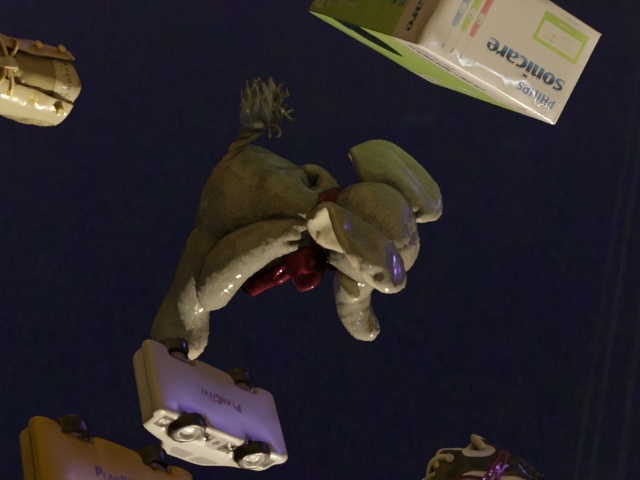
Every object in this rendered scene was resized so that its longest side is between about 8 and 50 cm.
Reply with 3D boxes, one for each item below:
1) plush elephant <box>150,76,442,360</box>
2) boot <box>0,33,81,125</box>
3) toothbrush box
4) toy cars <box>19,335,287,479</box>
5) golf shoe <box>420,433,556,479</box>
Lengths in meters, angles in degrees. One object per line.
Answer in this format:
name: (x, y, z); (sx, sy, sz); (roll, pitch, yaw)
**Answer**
plush elephant: (0.000, 0.000, 1.607); (0.255, 0.330, 0.272); (27, -145, 15)
boot: (-0.317, -0.176, 1.361); (0.203, 0.262, 0.095); (12, -105, -34)
toothbrush box: (0.147, -0.251, 1.630); (0.206, 0.122, 0.283); (26, -175, -29)
toy cars: (-0.156, 0.195, 1.274); (0.176, 0.087, 0.394); (56, -157, -1)
golf shoe: (0.119, 0.257, 1.277); (0.120, 0.105, 0.273); (43, -154, 20)
